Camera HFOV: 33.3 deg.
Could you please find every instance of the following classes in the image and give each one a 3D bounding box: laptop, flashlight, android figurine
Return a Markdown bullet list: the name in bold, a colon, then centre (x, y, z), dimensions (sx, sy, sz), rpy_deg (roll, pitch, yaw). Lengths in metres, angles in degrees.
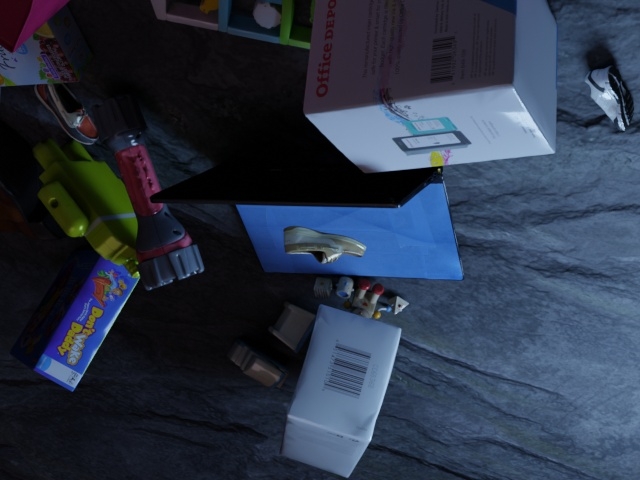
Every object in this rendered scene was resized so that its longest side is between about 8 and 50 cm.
- **laptop**: centre (0.000, 0.000, 1.706), dimensions (0.382, 0.408, 0.236), rpy_deg (1, 104, 20)
- **flashlight**: centre (-0.279, -0.078, 1.692), dimensions (0.103, 0.103, 0.304), rpy_deg (-17, 93, 37)
- **android figurine**: centre (-0.364, -0.052, 1.778), dimensions (0.056, 0.248, 0.273), rpy_deg (-39, 85, 15)

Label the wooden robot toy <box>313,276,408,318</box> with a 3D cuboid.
- **wooden robot toy**: centre (0.068, 0.118, 1.926), dimensions (0.173, 0.079, 0.076), rpy_deg (18, 148, 0)

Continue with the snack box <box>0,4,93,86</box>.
- **snack box**: centre (-0.468, -0.333, 1.616), dimensions (0.174, 0.070, 0.207), rpy_deg (0, 137, 20)

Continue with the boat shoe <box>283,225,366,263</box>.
- **boat shoe**: centre (0.005, 0.013, 1.617), dimensions (0.135, 0.045, 0.050), rpy_deg (12, 166, -21)

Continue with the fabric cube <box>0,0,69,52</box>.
- **fabric cube**: centre (-0.353, -0.435, 1.254), dimensions (0.254, 0.258, 0.259), rpy_deg (39, 138, -7)

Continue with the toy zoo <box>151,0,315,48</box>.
- **toy zoo**: centre (-0.125, -0.351, 1.446), dimensions (0.293, 0.030, 0.192), rpy_deg (12, 152, 0)

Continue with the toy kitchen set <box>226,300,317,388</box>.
- **toy kitchen set**: centre (-0.074, 0.204, 2.105), dimensions (0.122, 0.166, 0.207), rpy_deg (33, 176, -16)

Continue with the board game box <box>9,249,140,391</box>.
- **board game box**: centre (-0.445, 0.133, 1.921), dimensions (0.078, 0.233, 0.347), rpy_deg (33, 167, -18)

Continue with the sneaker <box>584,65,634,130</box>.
- **sneaker**: centre (0.397, -0.196, 1.471), dimensions (0.044, 0.040, 0.109), rpy_deg (4, 138, 42)

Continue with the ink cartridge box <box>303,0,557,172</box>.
- **ink cartridge box**: centre (0.145, -0.222, 1.365), dimensions (0.270, 0.198, 0.197), rpy_deg (-4, 158, 26)

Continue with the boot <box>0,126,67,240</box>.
- **boot**: centre (-0.624, -0.103, 1.965), dimensions (0.280, 0.096, 0.264), rpy_deg (3, 146, 31)

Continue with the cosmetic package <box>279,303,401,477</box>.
- **cosmetic package**: centre (0.028, 0.285, 1.963), dimensions (0.156, 0.217, 0.385), rpy_deg (17, 157, 1)

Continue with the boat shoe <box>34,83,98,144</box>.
- **boat shoe**: centre (-0.408, -0.213, 1.754), dimensions (0.043, 0.049, 0.137), rpy_deg (-19, 124, 34)
